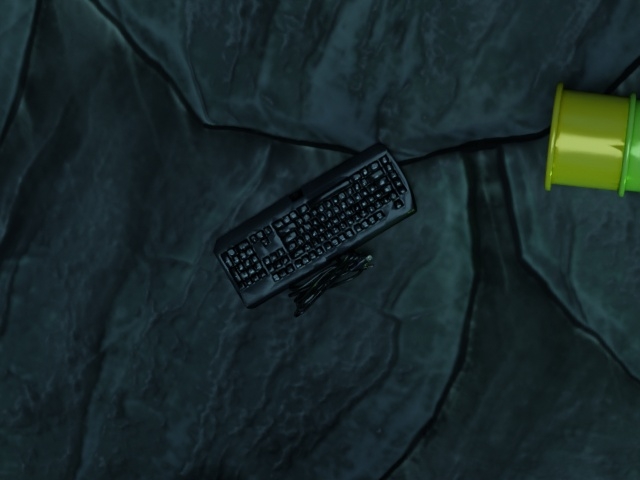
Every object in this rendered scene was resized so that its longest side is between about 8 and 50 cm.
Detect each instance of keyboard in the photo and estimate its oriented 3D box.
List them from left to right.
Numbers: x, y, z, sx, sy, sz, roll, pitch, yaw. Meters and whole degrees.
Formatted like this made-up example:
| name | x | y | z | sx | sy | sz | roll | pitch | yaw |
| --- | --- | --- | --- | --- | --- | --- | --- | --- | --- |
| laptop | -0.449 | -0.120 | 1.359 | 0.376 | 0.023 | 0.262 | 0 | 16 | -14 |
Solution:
| name | x | y | z | sx | sy | sz | roll | pitch | yaw |
| --- | --- | --- | --- | --- | --- | --- | --- | --- | --- |
| keyboard | 0.000 | 0.000 | 1.619 | 0.192 | 0.038 | 0.100 | -32 | 94 | 17 |

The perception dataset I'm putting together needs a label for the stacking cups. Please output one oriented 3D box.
| name | x | y | z | sx | sy | sz | roll | pitch | yaw |
| --- | --- | --- | --- | --- | --- | --- | --- | --- | --- |
| stacking cups | 0.349 | -0.069 | 1.503 | 0.316 | 0.096 | 0.096 | 8 | 103 | 10 |
